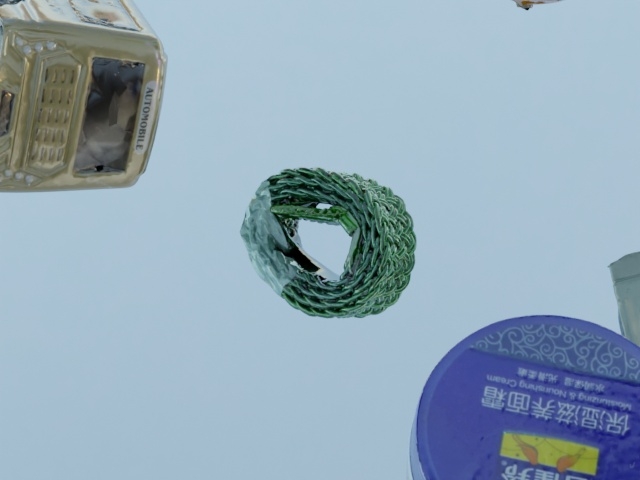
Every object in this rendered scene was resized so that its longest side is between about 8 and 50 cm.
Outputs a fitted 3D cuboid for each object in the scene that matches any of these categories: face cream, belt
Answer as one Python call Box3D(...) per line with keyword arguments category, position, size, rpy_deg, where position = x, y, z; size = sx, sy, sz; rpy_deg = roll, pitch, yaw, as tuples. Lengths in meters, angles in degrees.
Box3D(category="face cream", position=(0.165, 0.166, 1.418), size=(0.206, 0.111, 0.206), rpy_deg=(1, -124, -1))
Box3D(category="belt", position=(0.000, 0.000, 1.591), size=(0.151, 0.121, 0.079), rpy_deg=(27, -166, 32))

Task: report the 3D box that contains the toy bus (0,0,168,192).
Box3D(category="toy bus", position=(-0.215, -0.149, 1.405), size=(0.157, 0.139, 0.289), rpy_deg=(2, -155, -24))

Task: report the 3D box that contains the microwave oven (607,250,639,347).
Box3D(category="microwave oven", position=(0.400, 0.093, 1.674), size=(0.181, 0.295, 0.237), rpy_deg=(-16, -97, 36))

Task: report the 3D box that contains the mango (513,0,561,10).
Box3D(category="mango", position=(0.104, -0.190, 0.951), size=(0.084, 0.159, 0.105), rpy_deg=(-9, -150, 1))
